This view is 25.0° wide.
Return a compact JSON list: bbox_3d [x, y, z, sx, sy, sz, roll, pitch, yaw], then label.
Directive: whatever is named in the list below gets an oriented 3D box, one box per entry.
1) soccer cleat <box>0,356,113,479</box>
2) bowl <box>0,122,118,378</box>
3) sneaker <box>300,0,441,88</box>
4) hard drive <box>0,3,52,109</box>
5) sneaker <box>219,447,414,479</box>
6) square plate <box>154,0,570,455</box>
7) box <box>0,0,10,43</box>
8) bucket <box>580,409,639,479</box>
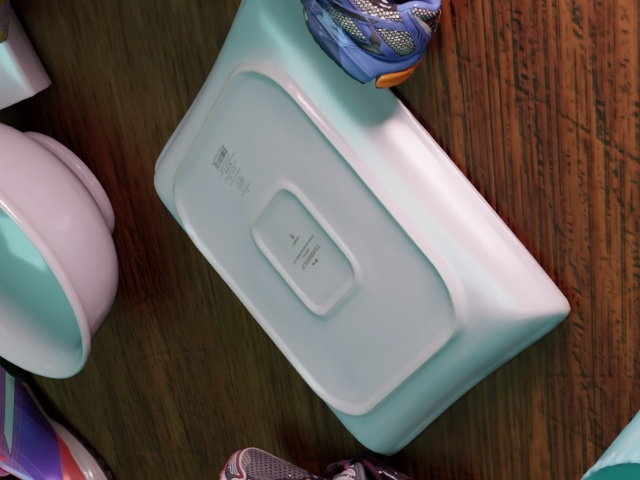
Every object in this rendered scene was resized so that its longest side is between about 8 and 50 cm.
[{"bbox_3d":[-0.402,0.246,1.842,0.318,0.116,0.108,44,146,17],"label":"soccer cleat"},{"bbox_3d":[-0.301,-0.015,1.443,0.298,0.134,0.298,30,145,23],"label":"bowl"},{"bbox_3d":[-0.004,-0.202,0.946,0.221,0.083,0.087,39,146,-8],"label":"sneaker"},{"bbox_3d":[-0.410,-0.259,1.418,0.203,0.040,0.307,-16,107,37],"label":"hard drive"},{"bbox_3d":[0.023,0.241,1.313,0.299,0.121,0.112,15,102,46],"label":"sneaker"},{"bbox_3d":[0.000,0.000,1.164,0.344,0.049,0.347,50,147,7],"label":"square plate"},{"bbox_3d":[-0.465,-0.250,1.242,0.279,0.290,0.177,25,127,19],"label":"box"},{"bbox_3d":[0.287,0.159,0.789,0.281,0.183,0.281,37,151,25],"label":"bucket"}]
